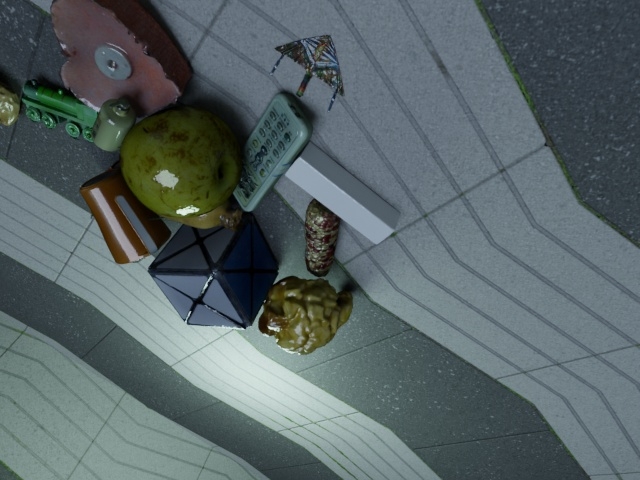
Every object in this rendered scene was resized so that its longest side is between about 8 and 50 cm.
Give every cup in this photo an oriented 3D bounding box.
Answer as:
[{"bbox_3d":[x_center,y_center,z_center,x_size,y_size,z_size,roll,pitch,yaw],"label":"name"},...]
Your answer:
[{"bbox_3d":[-0.558,-0.063,1.304,0.226,0.182,0.264,17,137,51],"label":"cup"}]

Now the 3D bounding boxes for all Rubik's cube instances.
[{"bbox_3d":[-0.313,0.091,1.363,0.254,0.260,0.260,-3,128,25],"label":"Rubik's cube"}]

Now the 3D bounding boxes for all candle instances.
[{"bbox_3d":[-0.437,-0.418,1.028,0.286,0.132,0.317,18,146,-3],"label":"candle"}]

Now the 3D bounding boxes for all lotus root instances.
[{"bbox_3d":[-0.360,-0.111,1.270,0.302,0.146,0.131,15,105,12],"label":"lotus root"}]

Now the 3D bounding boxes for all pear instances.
[{"bbox_3d":[-0.332,-0.189,1.080,0.283,0.284,0.284,12,135,13],"label":"pear"}]

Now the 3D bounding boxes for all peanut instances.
[{"bbox_3d":[-0.962,-0.423,1.261,0.196,0.110,0.233,-24,117,38],"label":"peanut"}]

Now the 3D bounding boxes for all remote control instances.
[{"bbox_3d":[-0.133,-0.208,1.123,0.128,0.065,0.335,56,135,9],"label":"remote control"}]

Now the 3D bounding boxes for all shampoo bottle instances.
[{"bbox_3d":[-0.480,-0.280,1.059,0.079,0.079,0.162,41,138,-16],"label":"shampoo bottle"}]

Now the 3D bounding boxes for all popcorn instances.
[{"bbox_3d":[-0.039,0.222,1.349,0.332,0.226,0.264,1,163,-45],"label":"popcorn"}]

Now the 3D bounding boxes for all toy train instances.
[{"bbox_3d":[-0.692,-0.356,1.231,0.251,0.085,0.119,20,131,2],"label":"toy train"}]

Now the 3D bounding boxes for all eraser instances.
[{"bbox_3d":[0.058,-0.116,1.129,0.298,0.078,0.076,37,135,-13],"label":"eraser"}]

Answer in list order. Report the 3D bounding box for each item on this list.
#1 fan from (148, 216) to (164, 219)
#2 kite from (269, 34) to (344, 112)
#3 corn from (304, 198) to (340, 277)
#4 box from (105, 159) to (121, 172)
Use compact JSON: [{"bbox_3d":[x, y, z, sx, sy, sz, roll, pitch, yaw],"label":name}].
[{"bbox_3d":[-0.430,-0.071,1.332,0.113,0.175,0.005,22,111,32],"label":"fan"},{"bbox_3d":[-0.017,-0.369,0.966,0.182,0.010,0.160,32,137,-8],"label":"kite"},{"bbox_3d":[0.000,0.000,1.257,0.098,0.098,0.290,17,140,8],"label":"corn"},{"bbox_3d":[-0.591,-0.153,1.399,0.112,0.048,0.175,-25,118,36],"label":"box"}]
